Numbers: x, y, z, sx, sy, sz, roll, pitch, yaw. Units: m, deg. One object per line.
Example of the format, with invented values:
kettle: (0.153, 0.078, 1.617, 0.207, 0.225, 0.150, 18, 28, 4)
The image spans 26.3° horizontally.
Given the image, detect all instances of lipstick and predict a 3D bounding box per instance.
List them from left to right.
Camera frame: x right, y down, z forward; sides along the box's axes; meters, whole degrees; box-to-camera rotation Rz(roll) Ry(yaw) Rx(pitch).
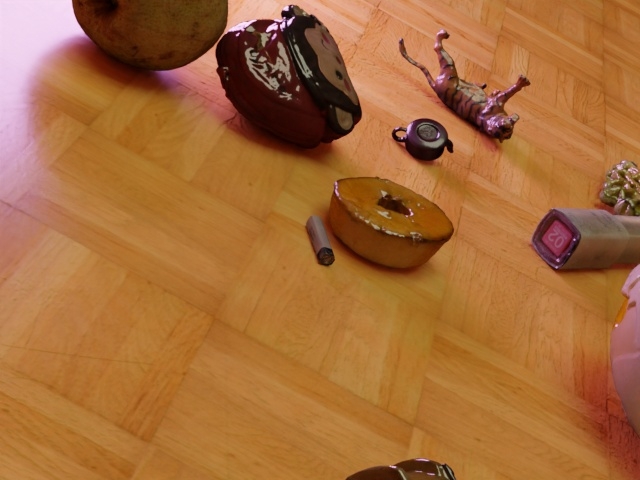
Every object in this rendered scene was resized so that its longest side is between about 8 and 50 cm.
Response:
lipstick: (0.434, -0.003, 2.107, 0.253, 0.077, 0.079, -1, 41, -45)

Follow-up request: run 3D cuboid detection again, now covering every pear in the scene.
pear: (-0.241, -0.340, 1.884, 0.228, 0.188, 0.211, 39, 24, 13)

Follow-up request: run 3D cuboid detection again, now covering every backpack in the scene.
backpack: (-0.054, -0.228, 1.951, 0.229, 0.139, 0.229, 29, 40, -28)

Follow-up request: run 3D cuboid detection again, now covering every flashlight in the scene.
flashlight: (0.000, 0.000, 1.737, 0.018, 0.018, 0.083, 18, 30, -27)

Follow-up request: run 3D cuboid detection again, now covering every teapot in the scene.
teapot: (0.159, -0.154, 2.128, 0.100, 0.045, 0.067, 12, 50, 1)

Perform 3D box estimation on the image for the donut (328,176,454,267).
donut: (0.085, -0.022, 1.814, 0.178, 0.065, 0.162, -2, 36, -45)

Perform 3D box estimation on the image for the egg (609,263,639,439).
egg: (0.504, 0.164, 1.682, 0.283, 0.283, 0.345, 17, 43, -25)

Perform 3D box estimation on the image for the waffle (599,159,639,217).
waffle: (0.582, -0.049, 2.359, 0.223, 0.054, 0.204, 31, 27, 6)

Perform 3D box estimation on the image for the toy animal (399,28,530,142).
toy animal: (0.235, -0.261, 2.352, 0.255, 0.114, 0.116, 32, 70, 13)

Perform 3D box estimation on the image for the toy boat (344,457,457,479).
toy boat: (0.116, 0.337, 1.179, 0.089, 0.121, 0.321, -5, 57, -49)
